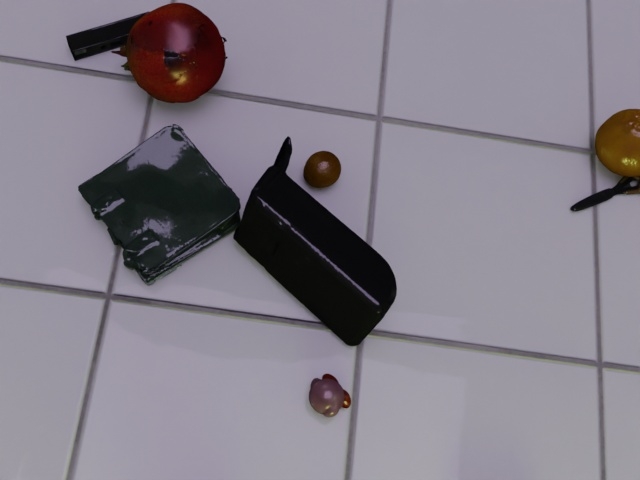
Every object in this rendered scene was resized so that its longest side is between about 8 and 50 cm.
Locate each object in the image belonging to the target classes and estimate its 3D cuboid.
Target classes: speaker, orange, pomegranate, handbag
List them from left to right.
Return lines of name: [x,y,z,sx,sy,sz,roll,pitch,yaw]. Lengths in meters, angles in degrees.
speaker: [-0.458,-0.450,1.808,0.191,0.040,0.046,-22,73,-16]
handbag: [-0.321,-0.075,1.651,0.260,0.079,0.247,-35,76,-19]
pomegranate: [-0.313,-0.393,1.721,0.235,0.210,0.210,9,64,26]
speaker: [0.000,0.000,1.615,0.388,0.180,0.184,43,56,7]
orange: [0.003,-0.149,1.731,0.085,0.085,0.085,3,67,-7]
orange: [0.688,-0.220,1.813,0.159,0.136,0.158,-3,54,4]

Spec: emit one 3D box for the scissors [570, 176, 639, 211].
scissors: [0.651,-0.107,1.833,0.220,0.017,0.088,-22,71,-16]

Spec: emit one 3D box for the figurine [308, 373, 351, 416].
figurine: [0.011,0.293,1.550,0.071,0.067,0.083,-27,56,-38]
